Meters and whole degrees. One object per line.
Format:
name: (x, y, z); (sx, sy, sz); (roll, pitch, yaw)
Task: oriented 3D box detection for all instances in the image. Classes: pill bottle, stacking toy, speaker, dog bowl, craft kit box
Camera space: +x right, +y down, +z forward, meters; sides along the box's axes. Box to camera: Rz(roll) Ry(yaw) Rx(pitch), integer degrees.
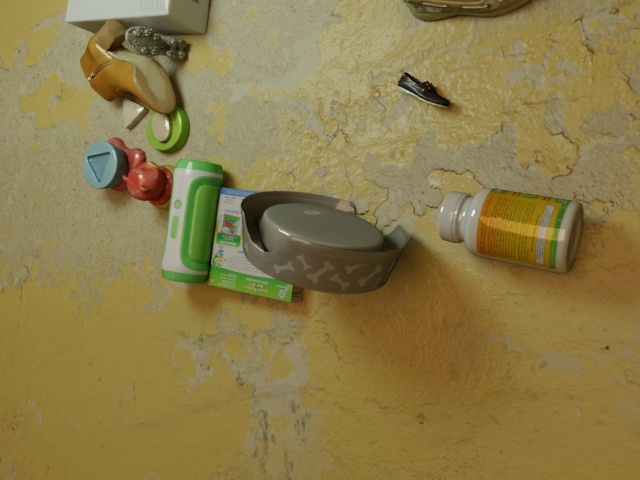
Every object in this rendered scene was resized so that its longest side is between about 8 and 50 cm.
pill bottle: (0.357, -0.026, 1.270); (0.246, 0.136, 0.136); (13, 93, 29)
stacking toy: (-0.500, -0.244, 1.771); (0.309, 0.130, 0.279); (17, 96, 29)
speaker: (-0.318, -0.047, 1.657); (0.131, 0.131, 0.296); (9, 91, 30)
dog bowl: (0.000, 0.000, 1.366); (0.349, 0.349, 0.102); (23, 111, 28)
craft kit box: (-0.144, 0.007, 1.600); (0.250, 0.061, 0.246); (9, 89, 30)

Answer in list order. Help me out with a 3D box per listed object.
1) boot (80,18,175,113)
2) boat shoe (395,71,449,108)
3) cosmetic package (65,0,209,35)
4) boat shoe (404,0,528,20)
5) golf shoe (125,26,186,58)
boot: (-0.519, -0.420, 1.786); (0.295, 0.104, 0.211); (55, 138, -2)
boat shoe: (0.220, -0.317, 1.414); (0.133, 0.049, 0.042); (36, 112, 31)
cosmetic package: (-0.485, -0.667, 1.774); (0.385, 0.156, 0.217); (10, 92, 31)
boat shoe: (0.303, -0.510, 1.354); (0.285, 0.089, 0.104); (-5, 84, 29)
golf shoe: (-0.437, -0.510, 1.727); (0.086, 0.176, 0.069); (25, 104, 39)
